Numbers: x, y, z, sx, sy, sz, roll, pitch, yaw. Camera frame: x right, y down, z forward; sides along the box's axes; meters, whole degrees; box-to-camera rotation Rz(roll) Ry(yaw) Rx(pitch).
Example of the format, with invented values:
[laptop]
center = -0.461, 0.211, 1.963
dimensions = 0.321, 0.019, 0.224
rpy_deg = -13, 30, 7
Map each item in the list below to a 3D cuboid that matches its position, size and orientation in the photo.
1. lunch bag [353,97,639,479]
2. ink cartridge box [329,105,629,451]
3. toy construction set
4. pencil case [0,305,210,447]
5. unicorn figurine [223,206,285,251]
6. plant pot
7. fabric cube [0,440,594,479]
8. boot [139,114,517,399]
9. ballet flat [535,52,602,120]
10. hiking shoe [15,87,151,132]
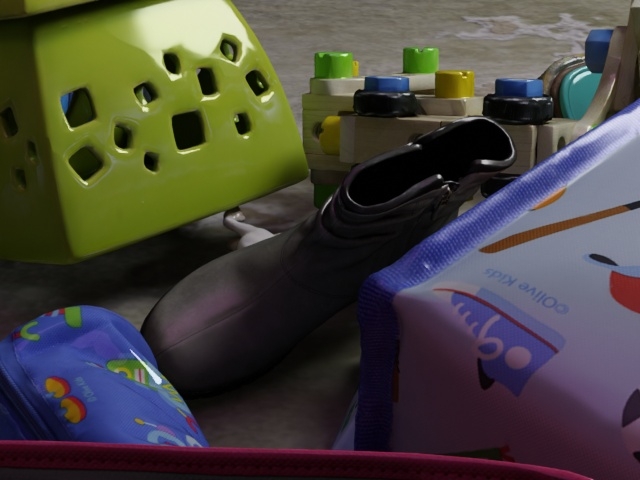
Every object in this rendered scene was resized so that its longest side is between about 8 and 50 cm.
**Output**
[lunch bag]
center = 0.247, 0.084, 0.790
dimensions = 0.328, 0.239, 0.385
rpy_deg = 32, 46, 25
[ink cartridge box]
center = 0.093, 0.024, 1.007
dimensions = 0.056, 0.224, 0.181
rpy_deg = 30, 28, 0
[toy construction set]
center = 0.122, -0.090, 1.275
dimensions = 0.328, 0.151, 0.215
rpy_deg = -11, 1, 29
[pencil case]
center = -0.095, 0.138, 0.867
dimensions = 0.119, 0.133, 0.306
rpy_deg = -41, 33, -5
[unicorn figurine]
center = -0.030, 0.015, 1.212
dimensions = 0.162, 0.060, 0.111
rpy_deg = -11, 22, -16
[plant pot]
center = -0.174, -0.115, 1.264
dimensions = 0.227, 0.207, 0.228
rpy_deg = -21, 17, -38
[fabric cube]
center = -0.042, 0.235, 0.501
dimensions = 0.254, 0.258, 0.259
rpy_deg = 1, 25, 6
[boot]
center = 0.000, 0.000, 1.082
dimensions = 0.246, 0.161, 0.083
rpy_deg = -28, 74, -25
[ballet flat]
center = 0.321, -0.119, 1.451
dimensions = 0.348, 0.123, 0.123
rpy_deg = -8, 26, -21
[hiking shoe]
center = -0.262, -0.166, 1.545
dimensions = 0.132, 0.113, 0.304
rpy_deg = -14, 28, -29
